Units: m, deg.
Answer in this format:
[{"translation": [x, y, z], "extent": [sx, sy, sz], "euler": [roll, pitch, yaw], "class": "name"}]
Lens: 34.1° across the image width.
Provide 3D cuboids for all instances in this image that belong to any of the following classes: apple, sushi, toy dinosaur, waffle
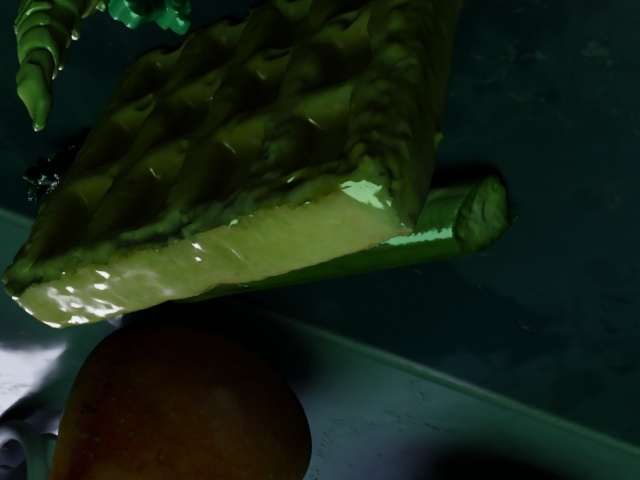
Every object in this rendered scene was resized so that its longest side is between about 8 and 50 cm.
[{"translation": [-0.123, 0.201, 0.866], "extent": [0.206, 0.252, 0.272], "euler": [18, 113, -6], "class": "apple"}, {"translation": [-0.170, -0.035, 0.783], "extent": [0.084, 0.056, 0.083], "euler": [4, 143, 11], "class": "sushi"}, {"translation": [-0.110, -0.155, 0.521], "extent": [0.153, 0.259, 0.094], "euler": [9, 147, -34], "class": "toy dinosaur"}, {"translation": [-0.041, -0.062, 0.592], "extent": [0.247, 0.221, 0.055], "euler": [-15, 128, 30], "class": "waffle"}]

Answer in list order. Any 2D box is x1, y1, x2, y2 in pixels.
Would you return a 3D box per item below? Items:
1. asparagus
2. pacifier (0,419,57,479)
[{"translation": [0.000, 0.002, 0.758], "extent": [0.277, 0.060, 0.067], "euler": [-11, 160, 26], "class": "asparagus"}, {"translation": [-0.261, 0.298, 1.091], "extent": [0.207, 0.228, 0.279], "euler": [5, 152, -39], "class": "pacifier"}]
